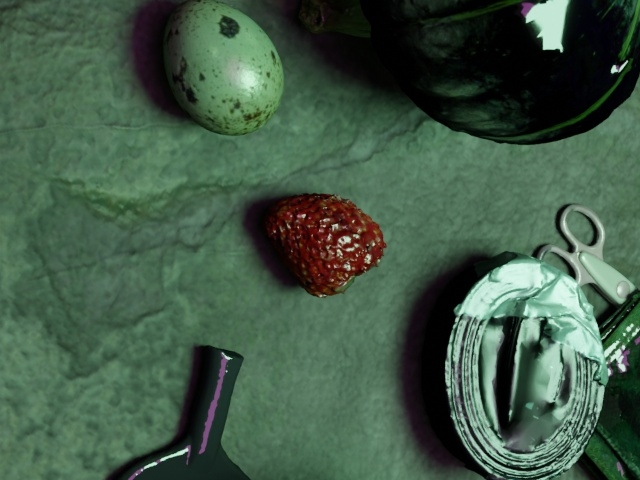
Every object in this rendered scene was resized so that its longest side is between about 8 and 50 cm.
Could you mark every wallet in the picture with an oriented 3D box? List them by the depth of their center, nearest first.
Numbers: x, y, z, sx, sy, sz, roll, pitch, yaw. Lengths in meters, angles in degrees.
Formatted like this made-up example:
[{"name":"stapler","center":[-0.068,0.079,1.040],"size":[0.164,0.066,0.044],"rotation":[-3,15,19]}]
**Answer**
[{"name":"wallet","center":[0.321,0.176,1.258],"size":[0.160,0.055,0.236],"rotation":[-45,112,-11]}]

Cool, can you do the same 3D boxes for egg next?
[{"name":"egg","center":[-0.075,-0.132,1.010],"size":[0.085,0.085,0.110],"rotation":[-32,93,-22]}]

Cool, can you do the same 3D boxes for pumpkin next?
[{"name":"pumpkin","center":[0.124,-0.212,1.046],"size":[0.296,0.296,0.296],"rotation":[-2,95,-28]}]

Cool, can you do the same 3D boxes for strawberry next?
[{"name":"strawberry","center":[0.000,0.000,1.068],"size":[0.096,0.083,0.083],"rotation":[26,82,-21]}]

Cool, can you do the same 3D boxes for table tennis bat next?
[{"name":"table tennis bat","center":[-0.103,0.200,1.055],"size":[0.150,0.027,0.236],"rotation":[14,88,-30]}]

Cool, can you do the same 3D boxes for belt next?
[{"name":"belt","center":[0.168,0.108,1.147],"size":[0.151,0.078,0.198],"rotation":[-3,92,-13]}]

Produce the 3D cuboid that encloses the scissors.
[{"name":"scissors","center":[0.272,0.043,1.245],"size":[0.176,0.022,0.085],"rotation":[39,73,-22]}]
